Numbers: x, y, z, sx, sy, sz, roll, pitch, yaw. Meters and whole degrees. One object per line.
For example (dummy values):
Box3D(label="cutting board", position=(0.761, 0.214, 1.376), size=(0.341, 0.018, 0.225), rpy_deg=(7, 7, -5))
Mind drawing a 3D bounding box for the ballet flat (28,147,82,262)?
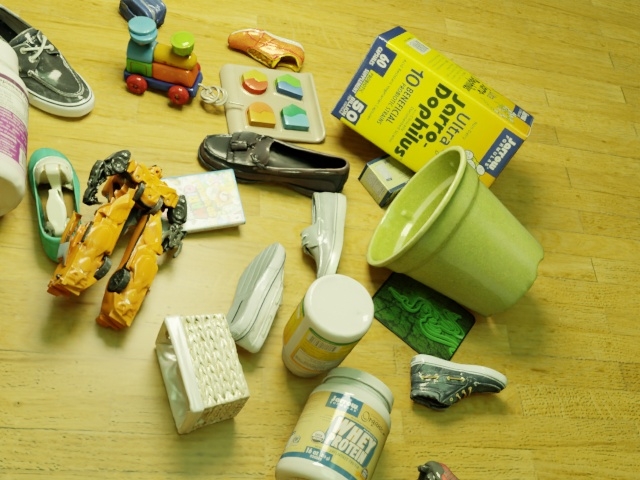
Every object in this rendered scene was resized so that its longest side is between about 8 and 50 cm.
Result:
Box3D(label="ballet flat", position=(-0.456, -0.081, 1.345), size=(0.083, 0.087, 0.247), rpy_deg=(-8, 62, -22))

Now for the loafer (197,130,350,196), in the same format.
Box3D(label="loafer", position=(-0.087, -0.166, 1.530), size=(0.303, 0.095, 0.109), rpy_deg=(14, 57, -12))

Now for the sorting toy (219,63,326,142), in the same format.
Box3D(label="sorting toy", position=(-0.100, -0.296, 1.644), size=(0.208, 0.038, 0.193), rpy_deg=(0, 59, -20))

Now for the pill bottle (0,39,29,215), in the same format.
Box3D(label="pill bottle", position=(-0.589, -0.202, 1.323), size=(0.169, 0.169, 0.301), rpy_deg=(1, 58, -20))

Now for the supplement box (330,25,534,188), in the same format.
Box3D(label="supplement box", position=(0.236, -0.260, 1.611), size=(0.356, 0.194, 0.195), rpy_deg=(35, 28, 4))

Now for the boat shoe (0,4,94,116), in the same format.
Box3D(label="boat shoe", position=(-0.553, -0.355, 1.474), size=(0.301, 0.102, 0.108), rpy_deg=(40, 54, 8))

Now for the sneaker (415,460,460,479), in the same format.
Box3D(label="sneaker", position=(0.255, 0.476, 1.249), size=(0.135, 0.097, 0.276), rpy_deg=(-18, 69, -28))

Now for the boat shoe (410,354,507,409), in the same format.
Box3D(label="boat shoe", position=(0.248, 0.270, 1.402), size=(0.183, 0.065, 0.083), rpy_deg=(13, 57, -4))

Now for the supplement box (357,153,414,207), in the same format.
Box3D(label="supplement box", position=(0.141, -0.128, 1.615), size=(0.083, 0.056, 0.083), rpy_deg=(-26, 71, -32))

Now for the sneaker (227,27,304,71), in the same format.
Box3D(label="sneaker", position=(-0.119, -0.418, 1.702), size=(0.175, 0.064, 0.067), rpy_deg=(12, 66, -10))

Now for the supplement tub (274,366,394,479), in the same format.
Box3D(label="supplement tub", position=(0.028, 0.318, 1.235), size=(0.144, 0.144, 0.199), rpy_deg=(29, 54, -1))

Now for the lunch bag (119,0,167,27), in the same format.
Box3D(label="lunch bag", position=(-0.378, -0.488, 1.645), size=(0.098, 0.067, 0.065), rpy_deg=(44, 55, 9))

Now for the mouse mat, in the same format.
Box3D(label="mouse mat", position=(0.196, 0.141, 1.496), size=(0.190, 0.007, 0.152), rpy_deg=(39, 54, 5))

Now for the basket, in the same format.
Box3D(label="basket", position=(-0.191, 0.208, 1.245), size=(0.103, 0.113, 0.167), rpy_deg=(-9, 63, -27))

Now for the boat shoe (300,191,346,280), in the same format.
Box3D(label="boat shoe", position=(0.000, -0.001, 1.478), size=(0.081, 0.079, 0.227), rpy_deg=(10, 51, -3))

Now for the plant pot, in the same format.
Box3D(label="plant pot", position=(0.271, 0.005, 1.474), size=(0.254, 0.276, 0.276), rpy_deg=(36, 53, -13))

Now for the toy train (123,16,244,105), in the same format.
Box3D(label="toy train", position=(-0.266, -0.352, 1.537), size=(0.248, 0.143, 0.105), rpy_deg=(14, 55, 0))

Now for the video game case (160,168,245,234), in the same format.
Box3D(label="video game case", position=(-0.234, -0.071, 1.449), size=(0.166, 0.015, 0.119), rpy_deg=(-9, 66, -16))

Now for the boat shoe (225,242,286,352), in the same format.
Box3D(label="boat shoe", position=(-0.106, 0.103, 1.376), size=(0.076, 0.083, 0.226), rpy_deg=(49, 45, -24))

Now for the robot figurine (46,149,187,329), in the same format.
Box3D(label="robot figurine", position=(-0.337, -0.010, 1.309), size=(0.211, 0.085, 0.291), rpy_deg=(42, 49, -34))

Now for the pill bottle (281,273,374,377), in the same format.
Box3D(label="pill bottle", position=(0.003, 0.152, 1.292), size=(0.118, 0.208, 0.117), rpy_deg=(9, 56, -14))
